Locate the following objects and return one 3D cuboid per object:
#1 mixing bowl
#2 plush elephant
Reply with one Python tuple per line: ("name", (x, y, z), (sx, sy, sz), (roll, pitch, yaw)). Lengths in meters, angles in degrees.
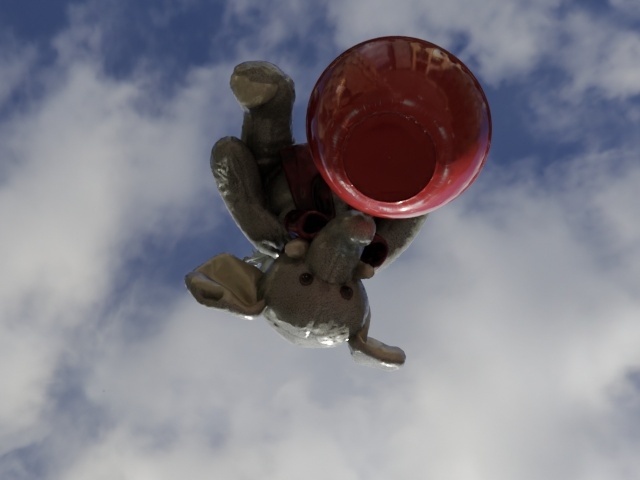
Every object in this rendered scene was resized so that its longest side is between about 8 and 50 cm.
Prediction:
("mixing bowl", (0.068, -0.091, 1.048), (0.181, 0.098, 0.181), (3, -67, 8))
("plush elephant", (0.000, 0.000, 1.236), (0.272, 0.255, 0.330), (13, -56, -18))
